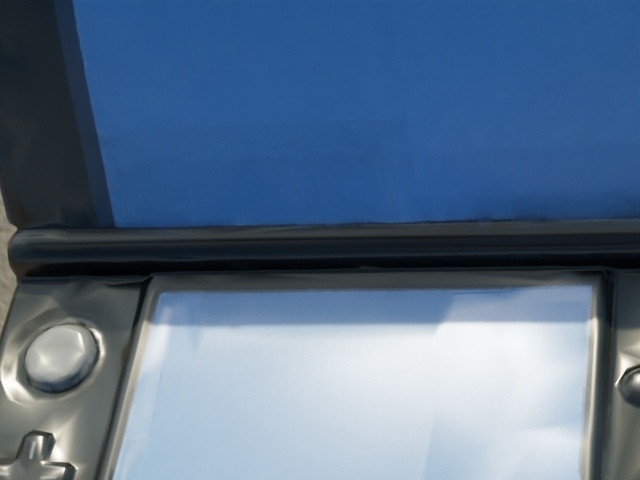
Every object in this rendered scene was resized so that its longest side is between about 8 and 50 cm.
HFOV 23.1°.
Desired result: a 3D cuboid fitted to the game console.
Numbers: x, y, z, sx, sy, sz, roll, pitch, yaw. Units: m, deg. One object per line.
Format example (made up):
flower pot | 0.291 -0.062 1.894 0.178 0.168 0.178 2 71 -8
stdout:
game console | 0.000 0.000 0.513 0.293 0.173 0.250 -2 54 17
